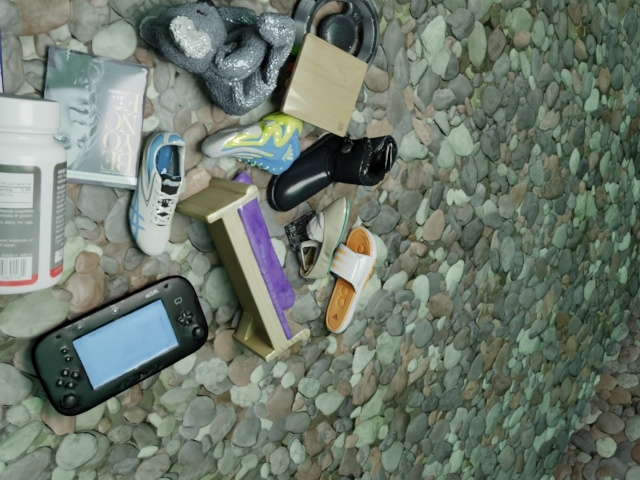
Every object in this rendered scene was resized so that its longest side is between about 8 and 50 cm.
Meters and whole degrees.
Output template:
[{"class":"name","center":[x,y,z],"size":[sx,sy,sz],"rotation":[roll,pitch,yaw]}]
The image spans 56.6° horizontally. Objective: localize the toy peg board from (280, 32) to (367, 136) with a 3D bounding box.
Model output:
[{"class":"toy peg board","center":[-0.007,-0.320,1.235],"size":[0.161,0.079,0.161],"rotation":[15,95,-36]}]

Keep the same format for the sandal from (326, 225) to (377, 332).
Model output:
[{"class":"sandal","center":[0.055,0.093,1.414],"size":[0.076,0.102,0.266],"rotation":[14,94,-43]}]

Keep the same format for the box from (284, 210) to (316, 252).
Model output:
[{"class":"box","center":[-0.037,-0.020,1.366],"size":[0.083,0.018,0.067],"rotation":[-33,119,-28]}]

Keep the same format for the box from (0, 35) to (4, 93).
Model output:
[{"class":"box","center":[-0.549,-0.288,0.882],"size":[0.136,0.036,0.226],"rotation":[-7,106,-38]}]

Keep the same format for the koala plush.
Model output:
[{"class":"koala plush","center":[-0.196,-0.342,1.057],"size":[0.221,0.196,0.204],"rotation":[10,104,-43]}]

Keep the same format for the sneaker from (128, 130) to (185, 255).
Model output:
[{"class":"sneaker","center":[-0.298,-0.084,1.100],"size":[0.085,0.086,0.238],"rotation":[2,101,-40]}]

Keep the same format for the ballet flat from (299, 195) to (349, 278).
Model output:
[{"class":"ballet flat","center":[0.000,0.000,1.311],"size":[0.086,0.086,0.249],"rotation":[-24,147,-32]}]

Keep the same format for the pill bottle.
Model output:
[{"class":"pill bottle","center":[-0.472,-0.075,0.901],"size":[0.161,0.161,0.284],"rotation":[-2,106,-38]}]

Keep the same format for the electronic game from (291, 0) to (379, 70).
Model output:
[{"class":"electronic game","center":[0.035,-0.449,1.300],"size":[0.229,0.048,0.230],"rotation":[-12,114,-30]}]

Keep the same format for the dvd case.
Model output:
[{"class":"dvd case","center":[-0.390,-0.206,1.025],"size":[0.164,0.018,0.222],"rotation":[5,98,-30]}]

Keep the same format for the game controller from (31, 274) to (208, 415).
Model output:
[{"class":"game controller","center":[-0.367,0.191,1.123],"size":[0.319,0.067,0.167],"rotation":[-27,116,-32]}]

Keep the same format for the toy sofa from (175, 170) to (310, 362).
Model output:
[{"class":"toy sofa","center":[-0.134,0.048,1.221],"size":[0.177,0.150,0.363],"rotation":[-32,119,-27]}]

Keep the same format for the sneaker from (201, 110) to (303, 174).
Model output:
[{"class":"sneaker","center":[-0.124,-0.180,1.212],"size":[0.240,0.091,0.126],"rotation":[-26,117,-32]}]

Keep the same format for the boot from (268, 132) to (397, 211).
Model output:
[{"class":"boot","center":[0.026,-0.145,1.264],"size":[0.246,0.207,0.094],"rotation":[-44,122,-22]}]
